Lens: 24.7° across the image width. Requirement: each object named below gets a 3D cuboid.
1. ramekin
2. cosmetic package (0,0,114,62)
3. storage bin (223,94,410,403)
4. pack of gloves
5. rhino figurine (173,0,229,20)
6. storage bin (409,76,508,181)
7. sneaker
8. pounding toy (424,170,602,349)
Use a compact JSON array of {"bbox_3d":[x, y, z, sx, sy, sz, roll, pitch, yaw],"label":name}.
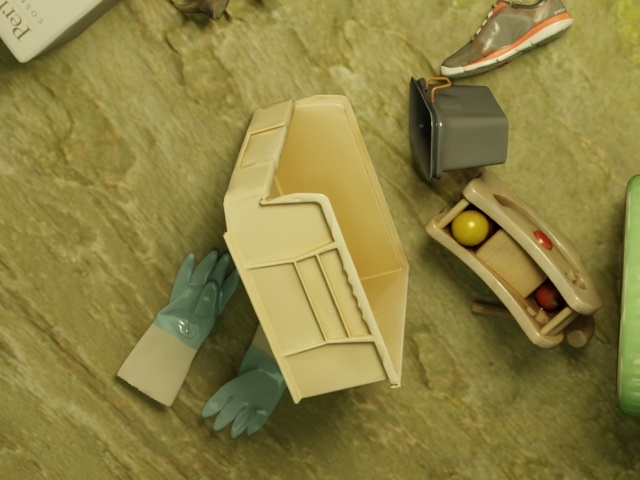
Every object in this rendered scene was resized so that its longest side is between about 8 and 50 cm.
[{"bbox_3d":[0.409,0.064,1.628,0.148,0.303,0.303,3,118,11],"label":"ramekin"},{"bbox_3d":[-0.186,-0.409,1.475,0.453,0.161,0.230,-36,99,20],"label":"cosmetic package"},{"bbox_3d":[0.000,0.000,1.638,0.123,0.262,0.260,-14,116,14],"label":"storage bin"},{"bbox_3d":[-0.119,0.127,1.847,0.195,0.046,0.232,32,113,0],"label":"pack of gloves"},{"bbox_3d":[-0.065,-0.320,1.580,0.243,0.073,0.106,-32,102,21],"label":"rhino figurine"},{"bbox_3d":[0.155,-0.134,1.636,0.091,0.135,0.098,-4,118,-7],"label":"storage bin"},{"bbox_3d":[0.200,-0.232,1.628,0.158,0.061,0.065,-24,86,15],"label":"sneaker"},{"bbox_3d":[0.222,0.059,1.713,0.269,0.154,0.155,39,113,-15],"label":"pounding toy"}]
